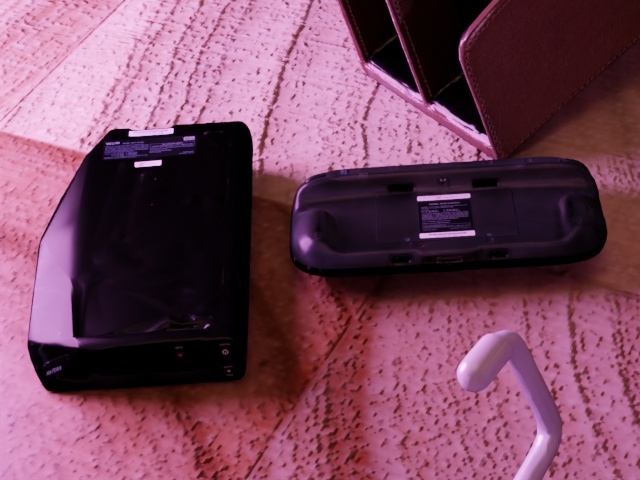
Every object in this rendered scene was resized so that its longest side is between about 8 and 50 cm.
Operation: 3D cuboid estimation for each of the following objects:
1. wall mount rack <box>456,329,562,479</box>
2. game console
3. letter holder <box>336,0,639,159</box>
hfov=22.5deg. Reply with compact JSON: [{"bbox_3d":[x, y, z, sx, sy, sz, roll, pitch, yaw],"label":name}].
[{"bbox_3d":[0.101,0.186,0.678,0.350,0.130,0.304,9,52,41],"label":"wall mount rack"},{"bbox_3d":[0.000,0.000,1.021,0.361,0.044,0.213,-4,42,3],"label":"game console"},{"bbox_3d":[0.156,-0.245,1.096,0.302,0.214,0.152,-41,50,-13],"label":"letter holder"}]
